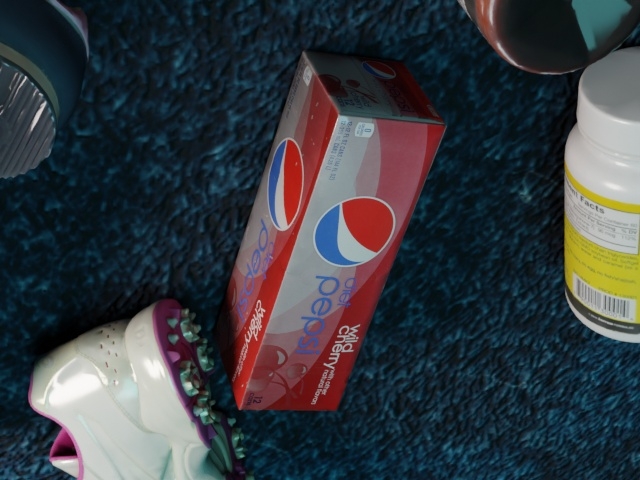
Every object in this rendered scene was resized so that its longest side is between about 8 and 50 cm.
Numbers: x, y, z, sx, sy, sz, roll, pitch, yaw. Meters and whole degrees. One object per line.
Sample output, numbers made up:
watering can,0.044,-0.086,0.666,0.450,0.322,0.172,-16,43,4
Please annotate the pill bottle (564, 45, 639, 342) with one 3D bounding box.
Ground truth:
pill bottle,0.245,-0.034,1.042,0.119,0.119,0.208,-15,131,-8

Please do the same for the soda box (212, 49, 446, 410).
soda box,0.000,0.000,0.996,0.083,0.092,0.263,3,126,-24

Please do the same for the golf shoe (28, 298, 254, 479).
golf shoe,-0.131,0.178,1.094,0.140,0.115,0.306,-13,125,4

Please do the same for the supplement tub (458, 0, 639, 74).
supplement tub,0.112,-0.190,0.815,0.106,0.198,0.106,-10,131,-12

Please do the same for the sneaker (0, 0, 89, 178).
sneaker,-0.272,-0.164,0.769,0.319,0.131,0.112,38,125,-16
